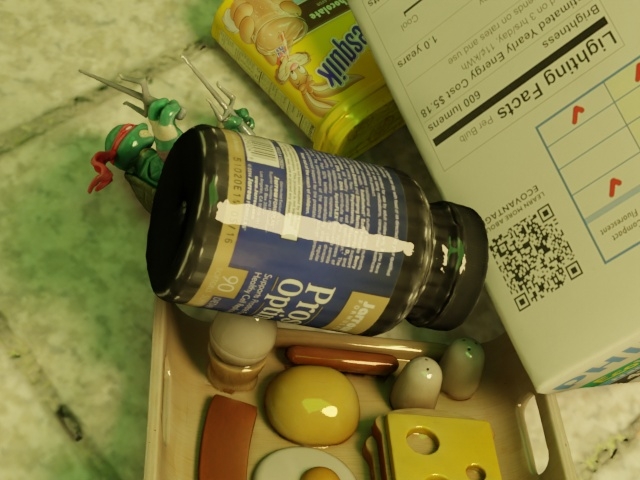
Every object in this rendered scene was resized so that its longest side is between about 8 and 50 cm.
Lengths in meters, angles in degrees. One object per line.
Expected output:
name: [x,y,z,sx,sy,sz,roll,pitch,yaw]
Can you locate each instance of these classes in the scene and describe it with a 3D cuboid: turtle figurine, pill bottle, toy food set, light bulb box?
turtle figurine: [-0.089,-0.057,0.975,0.234,0.118,0.175,31,18,2]
pill bottle: [0.000,0.000,0.841,0.219,0.123,0.123,12,58,-22]
toy food set: [0.027,0.122,0.876,0.306,0.092,0.220,6,42,-10]
light bulb box: [0.270,-0.122,0.921,0.225,0.358,0.361,5,56,-54]

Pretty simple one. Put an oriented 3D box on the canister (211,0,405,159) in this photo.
canister: [0.000,-0.162,1.077,0.126,0.073,0.170,-35,73,-28]
